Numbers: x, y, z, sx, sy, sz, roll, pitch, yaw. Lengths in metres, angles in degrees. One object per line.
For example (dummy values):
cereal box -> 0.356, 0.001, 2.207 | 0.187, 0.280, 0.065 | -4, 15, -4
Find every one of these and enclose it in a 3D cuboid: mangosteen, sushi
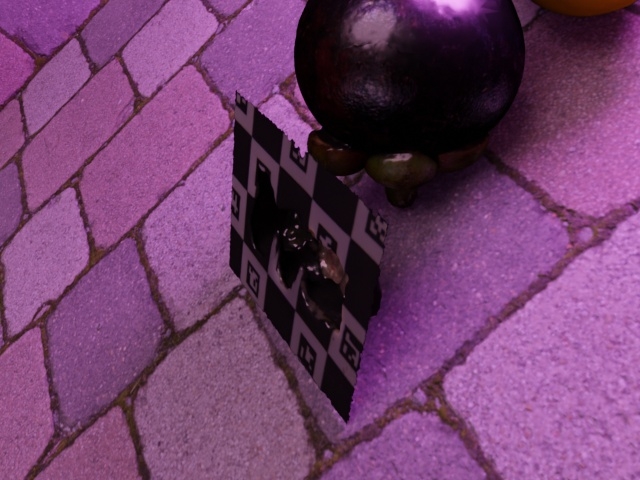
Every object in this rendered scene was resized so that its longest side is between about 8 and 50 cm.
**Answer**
mangosteen -> 0.110, -0.214, 0.792 | 0.300, 0.300, 0.300 | -19, 52, 27
sushi -> 0.000, 0.000, 0.819 | 0.373, 0.100, 0.296 | 45, 137, 45

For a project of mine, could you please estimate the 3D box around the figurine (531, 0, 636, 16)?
figurine -> 0.323, -0.418, 0.792 | 0.323, 0.231, 0.340 | 4, 48, -1
